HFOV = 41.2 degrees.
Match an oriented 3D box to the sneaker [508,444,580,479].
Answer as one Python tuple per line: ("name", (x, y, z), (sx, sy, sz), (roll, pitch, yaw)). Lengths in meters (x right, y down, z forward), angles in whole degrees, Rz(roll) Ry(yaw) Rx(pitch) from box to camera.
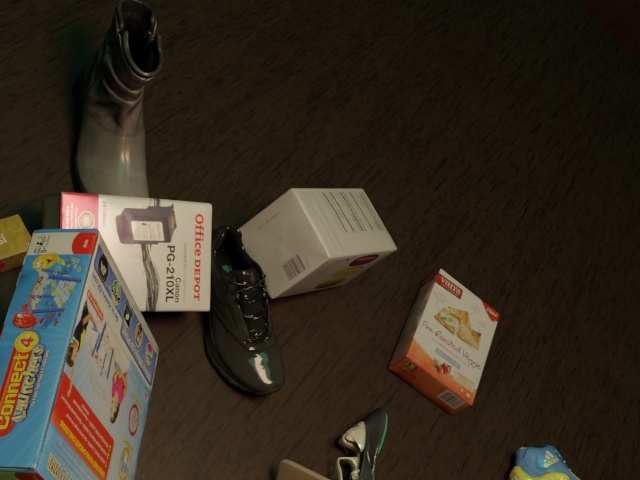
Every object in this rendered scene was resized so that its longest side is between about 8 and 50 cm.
("sneaker", (0.452, 0.441, 1.559), (0.240, 0.091, 0.126), (24, 50, -19))

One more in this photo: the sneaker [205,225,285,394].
("sneaker", (-0.129, 0.107, 1.350), (0.109, 0.130, 0.286), (-16, 73, -40))

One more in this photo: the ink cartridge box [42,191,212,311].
("ink cartridge box", (-0.288, 0.022, 1.277), (0.237, 0.100, 0.171), (3, 86, -34))

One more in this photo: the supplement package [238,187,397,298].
("supplement package", (0.000, 0.000, 1.457), (0.244, 0.139, 0.133), (-6, 64, -58))

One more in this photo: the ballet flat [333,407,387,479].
("ballet flat", (0.059, 0.349, 1.364), (0.074, 0.074, 0.203), (28, 51, -17))

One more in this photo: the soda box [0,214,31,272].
("soda box", (-0.500, 0.024, 1.196), (0.181, 0.058, 0.061), (-22, 75, -42))

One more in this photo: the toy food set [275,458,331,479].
("toy food set", (-0.091, 0.395, 1.118), (0.306, 0.220, 0.092), (-18, 111, -41))

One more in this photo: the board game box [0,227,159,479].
("board game box", (-0.302, 0.194, 1.059), (0.086, 0.308, 0.301), (0, 54, 6))

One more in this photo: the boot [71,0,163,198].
("boot", (-0.316, -0.205, 1.359), (0.118, 0.223, 0.338), (-2, 63, -36))

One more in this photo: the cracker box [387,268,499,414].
("cracker box", (0.235, 0.186, 1.592), (0.156, 0.067, 0.232), (37, 47, -10))
